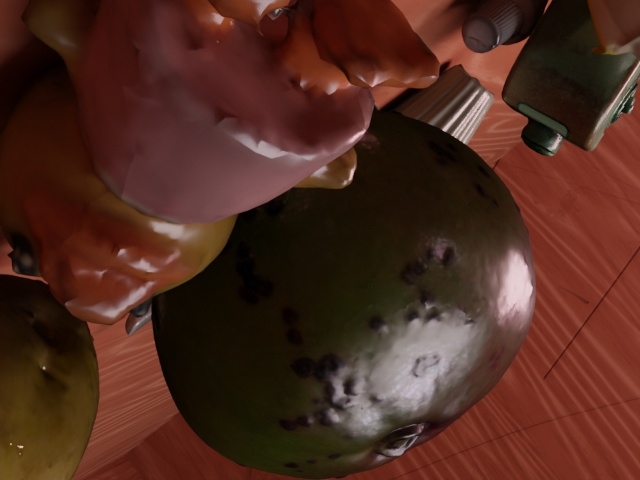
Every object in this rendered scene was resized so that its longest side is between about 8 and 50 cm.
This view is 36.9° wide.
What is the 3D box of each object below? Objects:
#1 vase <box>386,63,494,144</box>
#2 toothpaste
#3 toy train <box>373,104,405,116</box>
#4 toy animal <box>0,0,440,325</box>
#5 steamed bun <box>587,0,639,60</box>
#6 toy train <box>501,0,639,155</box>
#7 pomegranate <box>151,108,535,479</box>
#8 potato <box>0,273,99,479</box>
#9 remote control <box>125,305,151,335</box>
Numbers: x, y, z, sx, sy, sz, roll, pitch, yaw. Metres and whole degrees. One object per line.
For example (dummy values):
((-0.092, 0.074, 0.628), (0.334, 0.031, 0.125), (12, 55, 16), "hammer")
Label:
((0.115, -0.115, 1.231), (0.248, 0.128, 0.128), (-46, 171, 7), "vase")
((0.236, -0.272, 1.069), (0.099, 0.068, 0.282), (-6, -158, 41), "toothpaste")
((0.018, -0.075, 1.099), (0.198, 0.107, 0.154), (-37, 180, 1), "toy train")
((-0.087, -0.061, 0.521), (0.281, 0.195, 0.169), (-46, -151, 32), "toy animal")
((0.361, -0.266, 0.693), (0.374, 0.334, 0.334), (-33, 172, -30), "steamed bun")
((0.314, -0.238, 1.020), (0.326, 0.129, 0.159), (-58, 163, 9), "toy train")
((-0.004, 0.005, 0.690), (0.291, 0.323, 0.291), (-26, 177, -2), "pomegranate")
((-0.265, 0.127, 0.677), (0.242, 0.242, 0.285), (-37, 166, 6), "potato")
((-0.190, 0.063, 1.293), (0.184, 0.027, 0.050), (-37, 176, -33), "remote control")
